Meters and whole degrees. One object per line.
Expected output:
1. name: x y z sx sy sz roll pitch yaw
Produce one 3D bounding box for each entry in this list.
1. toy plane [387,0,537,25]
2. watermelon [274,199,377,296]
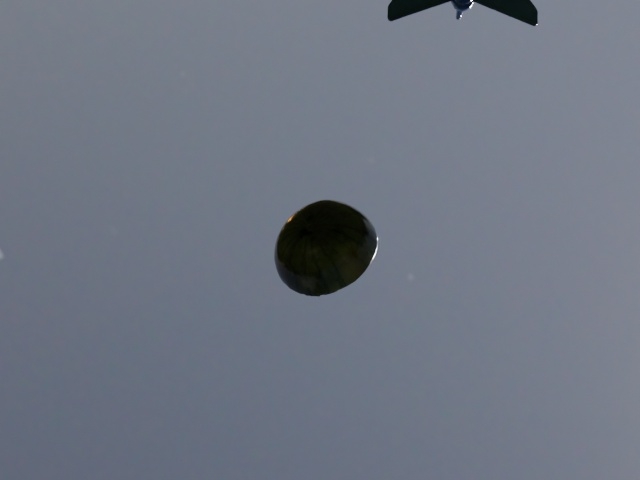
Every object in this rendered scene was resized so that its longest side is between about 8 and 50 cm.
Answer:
1. toy plane: 0.119 -0.308 1.369 0.254 0.271 0.105 2 173 1
2. watermelon: 0.000 0.000 1.616 0.105 0.062 0.105 -14 -133 15
